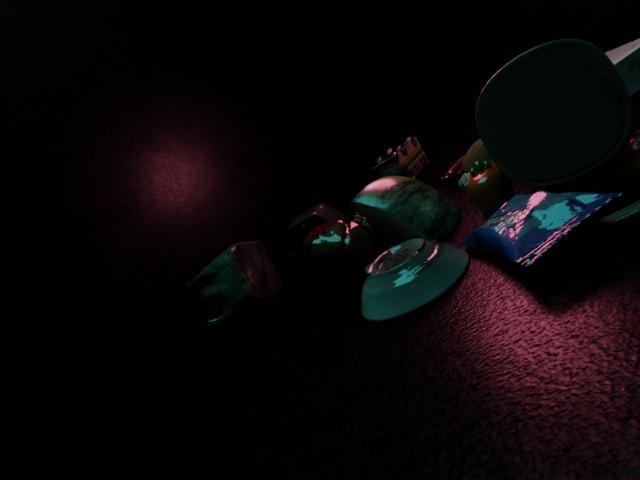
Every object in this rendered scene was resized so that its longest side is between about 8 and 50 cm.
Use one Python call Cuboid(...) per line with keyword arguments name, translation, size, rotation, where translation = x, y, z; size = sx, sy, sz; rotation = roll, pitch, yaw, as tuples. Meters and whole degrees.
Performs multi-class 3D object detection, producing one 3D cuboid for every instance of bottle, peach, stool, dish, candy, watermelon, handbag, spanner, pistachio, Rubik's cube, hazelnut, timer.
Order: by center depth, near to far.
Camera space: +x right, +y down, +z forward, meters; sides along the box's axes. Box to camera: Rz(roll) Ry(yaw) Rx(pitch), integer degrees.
Cuboid(name="spanner", translation=(0.505, -0.056, 0.654), size=(0.302, 0.017, 0.071), rotation=(-30, 9, 15))
Cuboid(name="peach", translation=(0.548, -0.140, 0.707), size=(0.101, 0.100, 0.100), rotation=(-32, 10, 6))
Cuboid(name="candy", translation=(0.371, -0.033, 0.775), size=(0.187, 0.077, 0.331), rotation=(-39, 1, 3))
Cuboid(name="dish", translation=(0.180, 0.061, 0.921), size=(0.260, 0.085, 0.260), rotation=(-33, 9, 6))
Cuboid(name="timer", translation=(0.414, -0.140, 1.054), size=(0.099, 0.136, 0.136), rotation=(-34, 8, 31))
Cuboid(name="watermelon", translation=(0.247, -0.053, 1.188), size=(0.262, 0.201, 0.213), rotation=(34, 54, 30))
Cuboid(name="hazelnut", translation=(0.057, 0.018, 1.228), size=(0.212, 0.181, 0.180), rotation=(7, 40, 0))
Cuboid(name="Rubik's cube", translation=(0.446, -0.173, 1.238), size=(0.075, 0.073, 0.084), rotation=(-32, 12, 4))
Cuboid(name="pistachio", translation=(0.525, -0.260, 1.286), size=(0.136, 0.135, 0.226), rotation=(-38, 5, -26))
Cuboid(name="stool", translation=(0.000, 0.000, 1.424), size=(0.232, 0.232, 0.141), rotation=(-30, 12, 20))
Cuboid(name="bottle", translation=(0.479, -0.239, 1.492), size=(0.164, 0.060, 0.060), rotation=(-41, 12, -36))
Cuboid(name="handbag", translation=(-0.299, 0.155, 1.515), size=(0.240, 0.247, 0.341), rotation=(-29, -1, 11))

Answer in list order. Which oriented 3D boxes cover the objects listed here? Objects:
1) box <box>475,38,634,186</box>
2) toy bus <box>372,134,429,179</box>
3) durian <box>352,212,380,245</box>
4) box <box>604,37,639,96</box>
Cuboid(name="box", translation=(0.515, -0.289, 0.973), size=(0.301, 0.300, 0.216), rotation=(-28, 7, 29))
Cuboid(name="toy bus", translation=(0.388, -0.358, 2.004), size=(0.143, 0.179, 0.305), rotation=(-26, 12, 40))
Cuboid(name="durian", translation=(0.170, -0.049, 1.344), size=(0.158, 0.136, 0.168), rotation=(-20, 7, 46))
Cuboid(name="box", translation=(0.870, -0.488, 1.277), size=(0.274, 0.116, 0.203), rotation=(-34, 10, -7))
